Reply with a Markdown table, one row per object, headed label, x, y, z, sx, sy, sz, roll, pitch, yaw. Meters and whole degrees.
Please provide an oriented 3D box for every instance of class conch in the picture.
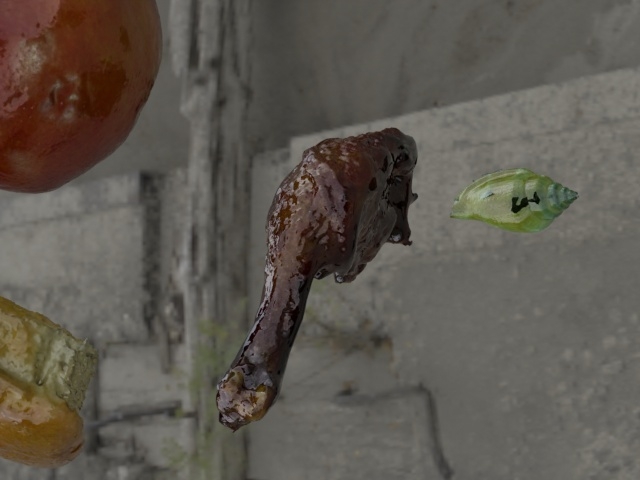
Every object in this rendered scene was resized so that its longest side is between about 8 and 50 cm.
| label | x | y | z | sx | sy | sz | roll | pitch | yaw |
| --- | --- | --- | --- | --- | --- | --- | --- | --- | --- |
| conch | 0.285 | -0.059 | 1.750 | 0.200 | 0.079 | 0.095 | 15 | 69 | 38 |

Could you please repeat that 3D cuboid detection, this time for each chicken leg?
| label | x | y | z | sx | sy | sz | roll | pitch | yaw |
| --- | --- | --- | --- | --- | --- | --- | --- | --- | --- |
| chicken leg | 0.000 | 0.000 | 1.027 | 0.095 | 0.407 | 0.158 | 10 | 122 | 16 |

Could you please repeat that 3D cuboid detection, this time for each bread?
| label | x | y | z | sx | sy | sz | roll | pitch | yaw |
| --- | --- | --- | --- | --- | --- | --- | --- | --- | --- |
| bread | -0.299 | 0.101 | 1.010 | 0.121 | 0.245 | 0.174 | -64 | 5 | -18 |

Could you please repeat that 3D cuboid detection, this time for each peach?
| label | x | y | z | sx | sy | sz | roll | pitch | yaw |
| --- | --- | --- | --- | --- | --- | --- | --- | --- | --- |
| peach | -0.250 | -0.160 | 1.059 | 0.199 | 0.243 | 0.244 | 25 | 110 | 40 |
